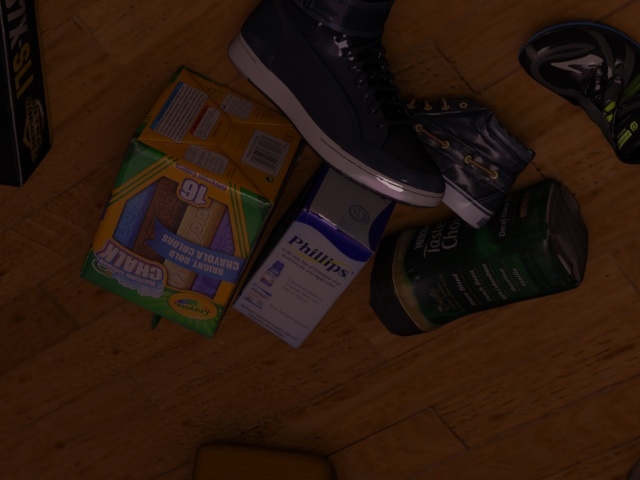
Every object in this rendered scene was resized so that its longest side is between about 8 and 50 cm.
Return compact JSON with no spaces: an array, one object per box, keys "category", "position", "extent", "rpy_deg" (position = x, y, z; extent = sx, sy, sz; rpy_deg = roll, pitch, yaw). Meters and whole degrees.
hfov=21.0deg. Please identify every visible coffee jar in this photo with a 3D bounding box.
[{"category":"coffee jar","position":[0.131,0.018,1.478],"extent":[0.184,0.096,0.079],"rpy_deg":[-20,123,28]}]

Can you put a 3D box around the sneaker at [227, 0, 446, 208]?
[{"category":"sneaker","position":[0.042,-0.145,1.347],"extent":[0.226,0.086,0.163],"rpy_deg":[44,116,19]}]

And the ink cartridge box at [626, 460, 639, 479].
[{"category":"ink cartridge box","position":[0.435,0.285,1.557],"extent":[0.309,0.130,0.272],"rpy_deg":[28,130,-4]}]

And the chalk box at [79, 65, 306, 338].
[{"category":"chalk box","position":[-0.117,-0.017,1.509],"extent":[0.132,0.132,0.213],"rpy_deg":[26,127,-2]}]

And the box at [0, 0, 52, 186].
[{"category":"box","position":[-0.375,-0.209,1.486],"extent":[0.257,0.079,0.322],"rpy_deg":[9,127,13]}]

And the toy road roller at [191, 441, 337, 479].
[{"category":"toy road roller","position":[-0.056,0.341,1.743],"extent":[0.202,0.240,0.329],"rpy_deg":[7,164,13]}]

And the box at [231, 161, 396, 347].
[{"category":"box","position":[0.000,0.000,1.488],"extent":[0.072,0.126,0.137],"rpy_deg":[34,127,-6]}]

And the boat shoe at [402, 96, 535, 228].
[{"category":"boat shoe","position":[0.088,-0.097,1.437],"extent":[0.183,0.065,0.083],"rpy_deg":[40,96,7]}]

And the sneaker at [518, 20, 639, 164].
[{"category":"sneaker","position":[0.242,-0.108,1.362],"extent":[0.188,0.078,0.067],"rpy_deg":[32,128,-6]}]
